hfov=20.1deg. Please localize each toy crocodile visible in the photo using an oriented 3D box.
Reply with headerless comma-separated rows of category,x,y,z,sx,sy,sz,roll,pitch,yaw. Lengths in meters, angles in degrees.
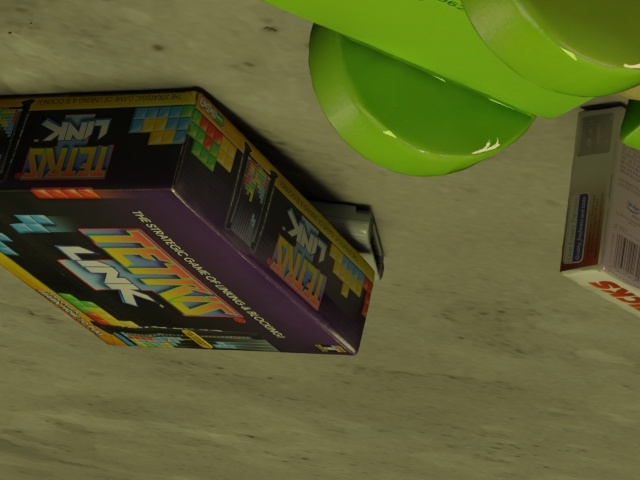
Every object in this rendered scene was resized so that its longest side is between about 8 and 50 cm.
toy crocodile,0.108,-0.057,0.471,0.340,0.105,0.115,18,163,-12

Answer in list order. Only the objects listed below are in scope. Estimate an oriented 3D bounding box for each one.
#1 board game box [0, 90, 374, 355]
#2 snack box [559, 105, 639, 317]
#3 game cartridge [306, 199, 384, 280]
board game box,-0.075,-0.003,0.796,0.141,0.048,0.170,1,155,30
snack box,0.153,0.009,0.707,0.022,0.064,0.178,-7,157,40
game cartridge,0.000,0.000,0.857,0.056,0.017,0.083,11,164,10
